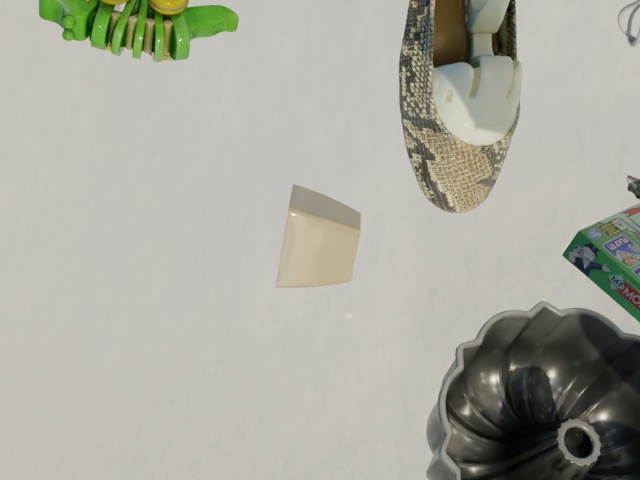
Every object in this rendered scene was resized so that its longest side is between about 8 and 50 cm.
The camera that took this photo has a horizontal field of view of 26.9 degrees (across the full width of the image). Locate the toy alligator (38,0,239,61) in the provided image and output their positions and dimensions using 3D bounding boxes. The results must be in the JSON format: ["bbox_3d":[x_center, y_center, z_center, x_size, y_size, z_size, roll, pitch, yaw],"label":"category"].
[{"bbox_3d":[-0.151,-0.151,0.908,0.056,0.189,0.051,108,169,-52],"label":"toy alligator"}]

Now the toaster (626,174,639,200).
[{"bbox_3d":[0.355,-0.010,1.064,0.168,0.186,0.110,27,74,33],"label":"toaster"}]

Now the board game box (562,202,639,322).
[{"bbox_3d":[0.479,0.034,1.732,0.213,0.317,0.046,43,127,22],"label":"board game box"}]

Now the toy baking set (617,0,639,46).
[{"bbox_3d":[0.406,-0.332,1.672,0.197,0.030,0.256,143,106,-76],"label":"toy baking set"}]

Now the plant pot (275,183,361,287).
[{"bbox_3d":[0.000,0.000,1.722,0.109,0.096,0.109,-84,3,-70],"label":"plant pot"}]

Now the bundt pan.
[{"bbox_3d":[0.257,0.242,1.485,0.124,0.330,0.331,128,133,-57],"label":"bundt pan"}]

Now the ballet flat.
[{"bbox_3d":[0.190,-0.279,1.702,0.182,0.164,0.483,177,93,-69],"label":"ballet flat"}]
